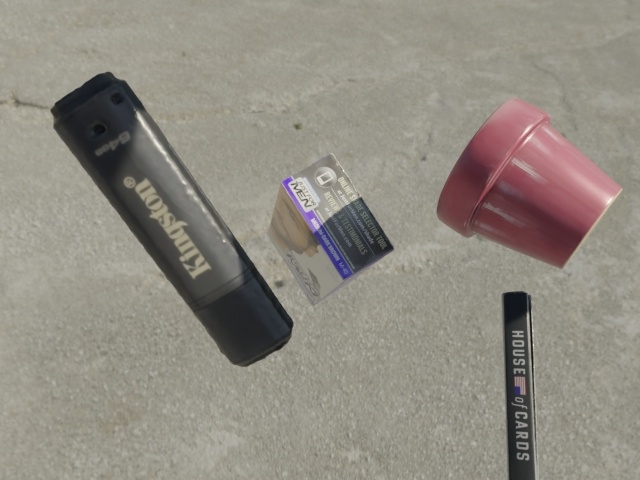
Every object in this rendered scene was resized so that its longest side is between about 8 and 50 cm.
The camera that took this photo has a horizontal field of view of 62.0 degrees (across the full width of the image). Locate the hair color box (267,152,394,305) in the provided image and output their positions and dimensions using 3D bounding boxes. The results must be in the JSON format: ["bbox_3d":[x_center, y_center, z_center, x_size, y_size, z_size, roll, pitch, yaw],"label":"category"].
[{"bbox_3d":[0.000,0.000,0.972,0.110,0.339,0.185,-31,83,-16],"label":"hair color box"}]

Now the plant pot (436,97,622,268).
[{"bbox_3d":[0.289,-0.063,0.730,0.180,0.201,0.201,38,54,22],"label":"plant pot"}]

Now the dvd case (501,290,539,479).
[{"bbox_3d":[0.209,0.171,0.555,0.029,0.239,0.180,-3,68,21],"label":"dvd case"}]

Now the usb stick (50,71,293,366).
[{"bbox_3d":[-0.120,-0.007,0.462,0.077,0.278,0.045,-27,17,17],"label":"usb stick"}]
